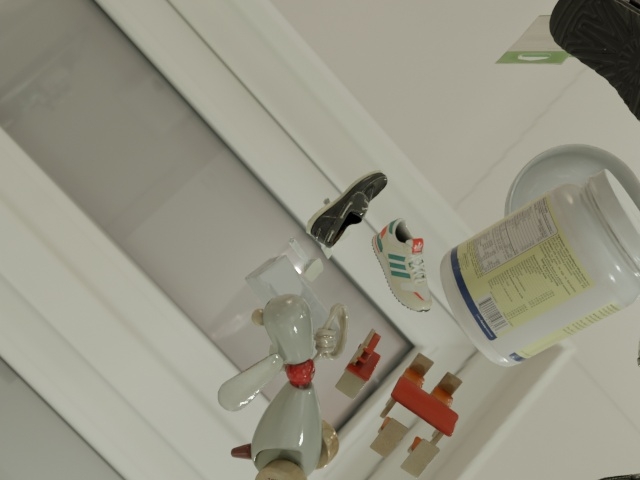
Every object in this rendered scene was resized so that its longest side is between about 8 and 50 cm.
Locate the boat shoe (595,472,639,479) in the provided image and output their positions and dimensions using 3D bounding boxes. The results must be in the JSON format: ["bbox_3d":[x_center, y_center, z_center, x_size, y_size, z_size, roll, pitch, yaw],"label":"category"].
[{"bbox_3d":[0.690,0.514,1.838,0.114,0.303,0.091,-101,-159,-50],"label":"boat shoe"}]

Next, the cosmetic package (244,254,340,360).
[{"bbox_3d":[-0.054,0.145,1.927,0.085,0.231,0.117,-37,-172,-19],"label":"cosmetic package"}]

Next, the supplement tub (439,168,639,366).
[{"bbox_3d":[0.394,0.047,1.532,0.325,0.235,0.235,-33,-168,23],"label":"supplement tub"}]

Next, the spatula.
[{"bbox_3d":[0.000,0.000,2.118,0.168,0.019,0.242,-48,157,-7],"label":"spatula"}]

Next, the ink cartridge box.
[{"bbox_3d":[0.522,-0.435,2.021,0.171,0.056,0.235,10,-134,40],"label":"ink cartridge box"}]

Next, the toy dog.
[{"bbox_3d":[-0.074,0.243,1.376,0.161,0.333,0.220,4,179,23],"label":"toy dog"}]

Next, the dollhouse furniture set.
[{"bbox_3d":[0.174,0.317,1.883,0.135,0.259,0.262,-58,177,31],"label":"dollhouse furniture set"}]

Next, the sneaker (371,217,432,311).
[{"bbox_3d":[0.142,0.036,1.447,0.057,0.161,0.075,-2,145,-38],"label":"sneaker"}]

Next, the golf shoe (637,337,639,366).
[{"bbox_3d":[0.825,0.277,2.140,0.069,0.176,0.086,-35,-142,43],"label":"golf shoe"}]

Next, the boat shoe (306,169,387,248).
[{"bbox_3d":[0.075,-0.070,2.020,0.233,0.079,0.084,-40,151,-23],"label":"boat shoe"}]

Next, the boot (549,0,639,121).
[{"bbox_3d":[0.534,-0.272,1.380,0.260,0.348,0.131,-11,145,-51],"label":"boot"}]

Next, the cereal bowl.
[{"bbox_3d":[0.606,-0.058,2.186,0.339,0.339,0.141,-44,176,-8],"label":"cereal bowl"}]
